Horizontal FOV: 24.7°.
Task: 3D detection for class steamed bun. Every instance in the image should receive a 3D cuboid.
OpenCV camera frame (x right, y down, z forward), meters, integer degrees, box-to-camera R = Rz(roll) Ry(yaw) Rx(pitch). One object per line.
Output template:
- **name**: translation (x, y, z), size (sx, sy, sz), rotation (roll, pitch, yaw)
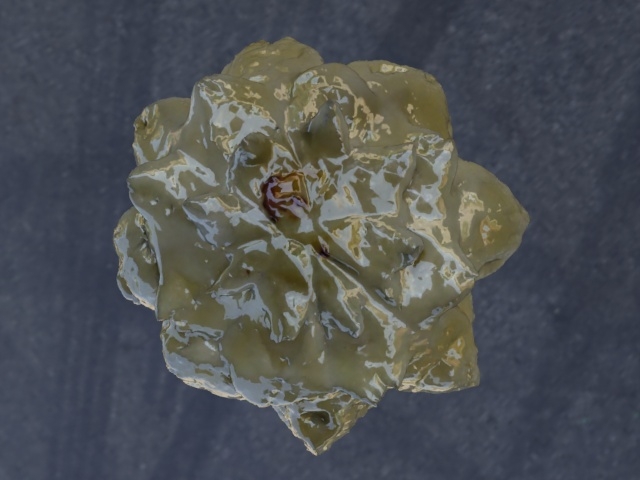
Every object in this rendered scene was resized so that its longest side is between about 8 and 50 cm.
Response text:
- **steamed bun**: translation (0.000, 0.000, 1.000), size (0.292, 0.137, 0.295), rotation (3, 84, 1)
